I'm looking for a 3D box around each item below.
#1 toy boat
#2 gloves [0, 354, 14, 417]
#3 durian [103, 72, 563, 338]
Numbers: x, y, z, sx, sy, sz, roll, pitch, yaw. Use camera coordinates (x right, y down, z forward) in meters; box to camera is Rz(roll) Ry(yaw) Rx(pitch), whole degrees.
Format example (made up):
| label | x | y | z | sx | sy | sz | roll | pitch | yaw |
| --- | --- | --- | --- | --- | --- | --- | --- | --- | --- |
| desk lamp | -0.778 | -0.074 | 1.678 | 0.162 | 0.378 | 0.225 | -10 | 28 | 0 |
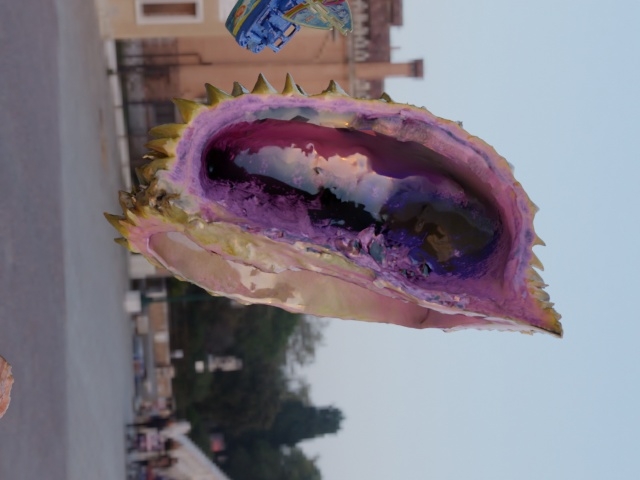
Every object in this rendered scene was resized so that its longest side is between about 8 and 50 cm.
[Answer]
| label | x | y | z | sx | sy | sz | roll | pitch | yaw |
| --- | --- | --- | --- | --- | --- | --- | --- | --- | --- |
| toy boat | -0.007 | -0.248 | 1.087 | 0.110 | 0.175 | 0.091 | 47 | 13 | 16 |
| gloves | -0.210 | 0.072 | 0.366 | 0.131 | 0.140 | 0.219 | 39 | 65 | -68 |
| durian | -0.001 | -0.006 | 0.684 | 0.186 | 0.260 | 0.154 | -49 | -159 | 45 |
